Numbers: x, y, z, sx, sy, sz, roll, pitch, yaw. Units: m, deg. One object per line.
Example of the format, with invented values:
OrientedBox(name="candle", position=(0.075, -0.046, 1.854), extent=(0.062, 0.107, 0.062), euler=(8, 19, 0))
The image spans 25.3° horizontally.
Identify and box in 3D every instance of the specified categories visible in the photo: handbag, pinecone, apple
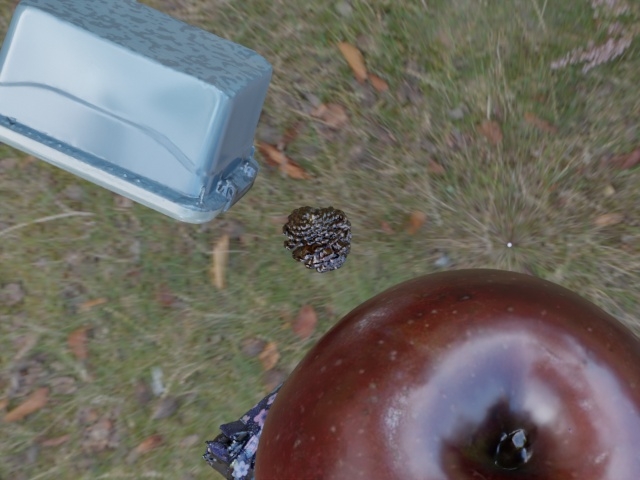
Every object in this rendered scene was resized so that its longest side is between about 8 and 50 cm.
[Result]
OrientedBox(name="handbag", position=(-0.019, 0.225, 1.574), extent=(0.208, 0.228, 0.127), euler=(-41, 59, -8))
OrientedBox(name="pinecone", position=(0.000, 0.000, 1.556), extent=(0.077, 0.077, 0.083), euler=(-13, 133, 12))
OrientedBox(name="apple", position=(0.077, 0.127, 0.703), extent=(0.218, 0.201, 0.218), euler=(7, 61, -12))

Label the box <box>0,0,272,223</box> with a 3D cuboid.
OrientedBox(name="box", position=(-0.155, -0.112, 1.152), extent=(0.227, 0.162, 0.130), euler=(23, 112, 7))
